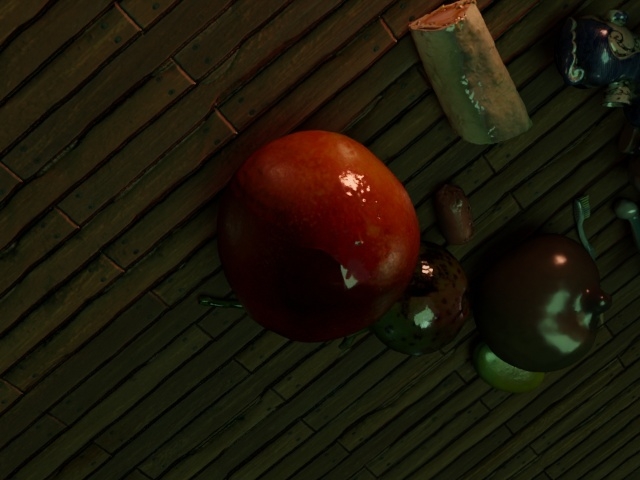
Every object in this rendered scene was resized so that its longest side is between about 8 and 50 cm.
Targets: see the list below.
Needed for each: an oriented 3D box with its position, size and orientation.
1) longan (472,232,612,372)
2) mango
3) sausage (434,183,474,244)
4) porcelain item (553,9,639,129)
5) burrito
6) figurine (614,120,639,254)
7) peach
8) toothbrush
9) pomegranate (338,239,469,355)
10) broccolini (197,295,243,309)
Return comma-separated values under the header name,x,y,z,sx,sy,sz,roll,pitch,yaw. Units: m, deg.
name,x,y,z,sx,sy,sz,roll,pitch,yaw
longan,0.469,0.130,1.701,0.243,0.300,0.300,5,118,-47
mango,0.434,0.287,1.880,0.194,0.092,0.130,33,105,-26
sausage,0.273,-0.049,1.649,0.076,0.076,0.141,-23,126,-6
porcelain item,0.565,-0.318,1.529,0.288,0.138,0.186,9,85,-28
burrito,0.283,-0.296,1.500,0.143,0.105,0.299,-36,121,-2
figurine,0.762,-0.020,1.718,0.361,0.266,0.378,17,103,-12
peach,0.000,0.000,1.411,0.388,0.388,0.388,-8,120,-14
toothbrush,0.619,0.054,1.851,0.037,0.028,0.375,-28,123,-11
pomegranate,0.159,0.121,1.647,0.242,0.306,0.242,13,71,-41
broccolini,-0.118,0.134,1.631,0.254,0.057,0.071,4,74,-24
